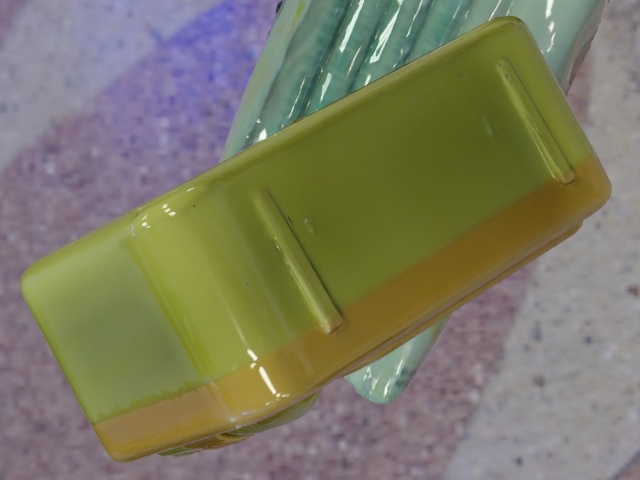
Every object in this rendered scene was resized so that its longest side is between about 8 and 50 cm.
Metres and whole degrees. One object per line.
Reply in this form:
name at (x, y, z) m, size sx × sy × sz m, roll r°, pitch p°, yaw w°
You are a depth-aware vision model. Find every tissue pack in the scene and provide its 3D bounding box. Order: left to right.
tissue pack at (0.068, -0.136, 1.122) m, size 0.162 × 0.287 × 0.388 m, roll 24°, pitch 105°, yaw -1°

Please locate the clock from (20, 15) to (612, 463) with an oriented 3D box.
clock at (0.000, 0.000, 0.768) m, size 0.143 × 0.202 × 0.096 m, roll -27°, pitch 93°, yaw 55°
